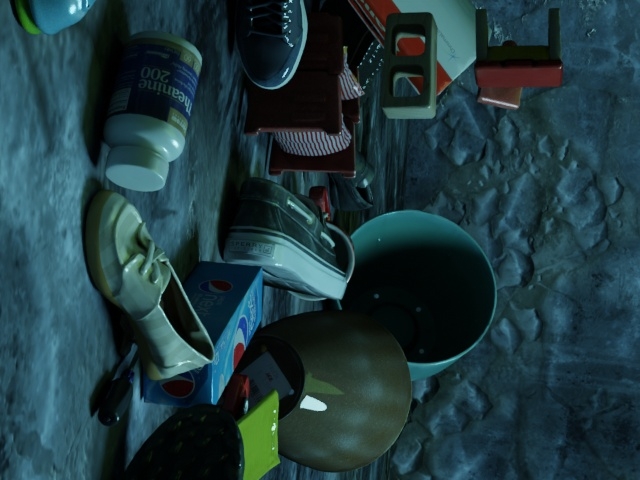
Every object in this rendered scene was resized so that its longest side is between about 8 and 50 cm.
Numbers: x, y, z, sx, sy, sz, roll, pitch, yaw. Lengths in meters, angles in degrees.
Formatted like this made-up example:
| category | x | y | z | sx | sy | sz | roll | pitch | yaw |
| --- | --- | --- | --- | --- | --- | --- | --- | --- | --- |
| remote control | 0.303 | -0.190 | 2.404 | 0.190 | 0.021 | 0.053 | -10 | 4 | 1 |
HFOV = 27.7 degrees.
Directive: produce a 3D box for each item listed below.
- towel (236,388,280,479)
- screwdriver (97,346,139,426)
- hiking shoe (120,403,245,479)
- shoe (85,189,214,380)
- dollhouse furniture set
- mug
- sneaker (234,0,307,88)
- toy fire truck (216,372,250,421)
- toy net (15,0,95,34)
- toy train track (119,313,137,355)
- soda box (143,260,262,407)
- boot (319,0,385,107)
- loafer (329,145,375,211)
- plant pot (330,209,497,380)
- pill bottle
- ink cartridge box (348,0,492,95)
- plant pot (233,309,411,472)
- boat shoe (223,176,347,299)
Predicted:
| category | x | y | z | sx | sy | sz | roll | pitch | yaw |
| --- | --- | --- | --- | --- | --- | --- | --- | --- | --- |
| towel | -0.108 | 0.254 | 1.381 | 0.237 | 0.021 | 0.102 | -37 | 138 | -52 |
| screwdriver | -0.167 | 0.109 | 1.164 | 0.025 | 0.024 | 0.170 | -56 | -171 | 32 |
| hiking shoe | -0.146 | 0.299 | 1.208 | 0.132 | 0.113 | 0.304 | 91 | 15 | -81 |
| shoe | -0.142 | 0.039 | 1.105 | 0.219 | 0.058 | 0.077 | 74 | 21 | -46 |
| dollhouse furniture set | 0.105 | -0.174 | 1.587 | 0.201 | 0.374 | 0.152 | 53 | 39 | -74 |
| mug | 0.008 | 0.007 | 1.871 | 0.150 | 0.113 | 0.169 | -62 | 176 | 5 |
| sneaker | -0.065 | -0.265 | 1.364 | 0.163 | 0.086 | 0.226 | -49 | 145 | -72 |
| toy fire truck | -0.114 | 0.157 | 1.438 | 0.192 | 0.047 | 0.135 | -72 | 164 | -45 |
| toy net | -0.170 | -0.257 | 0.859 | 0.122 | 0.045 | 0.232 | 48 | 47 | -75 |
| toy train track | -0.165 | 0.064 | 1.171 | 0.048 | 0.014 | 0.083 | 78 | 20 | -63 |
| soda box | -0.115 | 0.091 | 1.312 | 0.210 | 0.071 | 0.067 | -64 | 157 | -66 |
| boot | 0.018 | -0.267 | 1.935 | 0.198 | 0.137 | 0.077 | -51 | 146 | 17 |
| loafer | 0.054 | -0.123 | 2.200 | 0.223 | 0.078 | 0.076 | 80 | 17 | -59 |
| plant pot | 0.149 | 0.126 | 2.365 | 0.235 | 0.293 | 0.293 | 110 | -9 | -64 |
| pill bottle | -0.139 | -0.104 | 1.057 | 0.067 | 0.067 | 0.120 | 75 | 22 | -66 |
| ink cartridge box | 0.116 | -0.364 | 1.851 | 0.308 | 0.091 | 0.385 | 52 | 18 | -10 |
| plant pot | -0.024 | 0.181 | 1.617 | 0.230 | 0.215 | 0.215 | 22 | 74 | -66 |
| boat shoe | -0.029 | 0.000 | 1.629 | 0.335 | 0.121 | 0.119 | 46 | 55 | -75 |
